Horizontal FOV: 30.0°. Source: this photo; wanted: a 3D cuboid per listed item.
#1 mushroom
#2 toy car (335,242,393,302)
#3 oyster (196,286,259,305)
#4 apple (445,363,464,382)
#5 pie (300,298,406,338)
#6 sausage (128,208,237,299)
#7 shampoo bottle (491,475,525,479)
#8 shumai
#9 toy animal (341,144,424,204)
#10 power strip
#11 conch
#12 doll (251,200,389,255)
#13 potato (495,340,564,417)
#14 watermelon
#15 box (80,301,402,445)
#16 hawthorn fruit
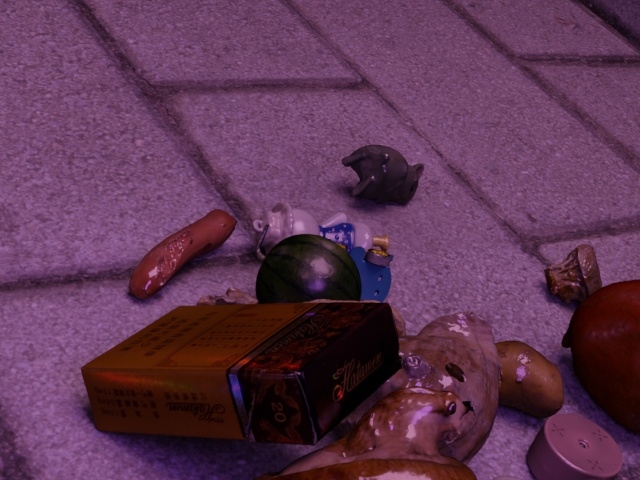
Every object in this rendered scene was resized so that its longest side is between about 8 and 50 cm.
[{"bbox_3d":[0.055,0.338,1.659,0.345,0.345,0.259,2,79,-29],"label":"mushroom"},{"bbox_3d":[0.058,0.065,2.278,0.161,0.126,0.098,15,11,7],"label":"toy car"},{"bbox_3d":[-0.105,0.161,2.013,0.233,0.161,0.107,33,13,33],"label":"oyster"},{"bbox_3d":[0.212,0.241,2.076,0.146,0.131,0.146,19,35,-14],"label":"apple"},{"bbox_3d":[0.045,0.170,2.031,0.205,0.179,0.084,0,31,-6],"label":"pie"},{"bbox_3d":[-0.253,0.019,2.181,0.078,0.078,0.304,31,34,14],"label":"sausage"},{"bbox_3d":[0.275,0.445,1.876,0.108,0.051,0.221,21,28,26],"label":"shampoo bottle"},{"bbox_3d":[0.536,0.080,2.539,0.116,0.145,0.145,-13,27,19],"label":"shumai"},{"bbox_3d":[0.164,-0.139,2.632,0.127,0.125,0.251,12,4,38],"label":"toy animal"},{"bbox_3d":[0.438,0.377,2.057,0.154,0.078,0.154,18,33,-12],"label":"power strip"},{"bbox_3d":[0.171,0.252,1.922,0.263,0.324,0.186,48,-5,-4],"label":"conch"},{"bbox_3d":[0.000,0.000,2.331,0.293,0.119,0.138,11,67,-24],"label":"doll"},{"bbox_3d":[0.359,0.248,2.161,0.176,0.137,0.137,20,32,-6],"label":"potato"},{"bbox_3d":[-0.033,0.076,2.123,0.214,0.188,0.188,27,32,4],"label":"watermelon"},{"bbox_3d":[-0.116,0.189,1.775,0.415,0.116,0.264,-3,17,33],"label":"box"},{"bbox_3d":[0.614,0.201,2.232,0.295,0.295,0.311,-13,49,-42],"label":"hawthorn fruit"}]
